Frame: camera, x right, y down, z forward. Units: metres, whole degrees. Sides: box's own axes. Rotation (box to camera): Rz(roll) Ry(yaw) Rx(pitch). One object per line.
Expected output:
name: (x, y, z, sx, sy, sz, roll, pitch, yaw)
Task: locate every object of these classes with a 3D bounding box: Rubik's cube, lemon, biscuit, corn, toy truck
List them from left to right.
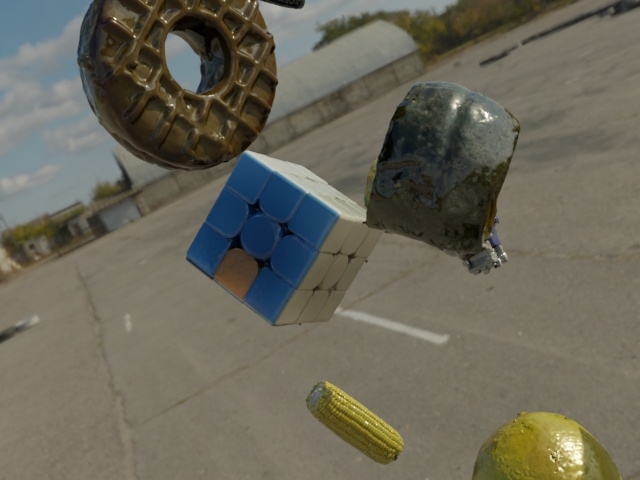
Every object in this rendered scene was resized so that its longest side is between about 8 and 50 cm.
biscuit: (-0.199, -0.262, 1.213, 0.103, 0.332, 0.332, -4, 21, 46)
Rubik's cube: (-0.075, -0.001, 1.894, 0.291, 0.290, 0.291, -60, -23, 11)
corn: (0.072, 0.374, 1.662, 0.081, 0.248, 0.081, -39, 27, 24)
toy truck: (0.400, 0.006, 2.133, 0.161, 0.177, 0.213, -31, -10, 22)
lemon: (0.348, 0.395, 1.252, 0.236, 0.236, 0.263, -28, 42, -15)

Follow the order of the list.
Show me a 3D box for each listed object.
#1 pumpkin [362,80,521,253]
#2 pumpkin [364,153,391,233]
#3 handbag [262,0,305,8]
pumpkin: (0.222, -0.134, 1.475, 0.225, 0.303, 0.256, 16, -6, 11)
pumpkin: (0.216, -0.114, 2.038, 0.110, 0.217, 0.217, 13, 33, 41)
handbag: (-0.069, -0.604, 1.405, 0.162, 0.325, 0.327, 16, 2, 9)
